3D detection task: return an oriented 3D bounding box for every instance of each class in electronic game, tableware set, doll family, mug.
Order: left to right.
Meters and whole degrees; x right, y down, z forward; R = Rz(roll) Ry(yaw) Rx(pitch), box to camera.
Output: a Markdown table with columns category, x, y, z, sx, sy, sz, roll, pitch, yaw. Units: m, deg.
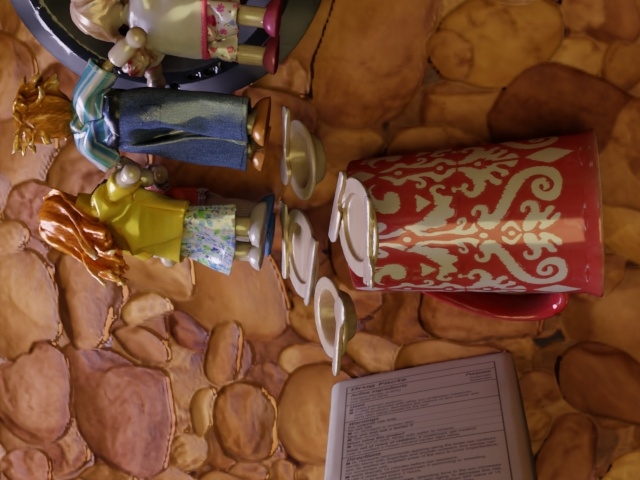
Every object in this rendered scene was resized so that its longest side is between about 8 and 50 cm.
| category | x | y | z | sx | sy | sz | roll | pitch | yaw |
| --- | --- | --- | --- | --- | --- | --- | --- | --- | --- |
| doll family | -0.115 | -0.056 | 0.898 | 0.163 | 0.118 | 0.263 | 7 | 131 | 3 |
| electronic game | -0.107 | -0.199 | 0.908 | 0.229 | 0.048 | 0.229 | 3 | 120 | 5 |
| tableware set | 0.000 | 0.000 | 0.920 | 0.020 | 0.169 | 0.141 | -7 | 123 | -20 |
| mug | 0.107 | 0.003 | 0.942 | 0.169 | 0.113 | 0.150 | -3 | 109 | 9 |

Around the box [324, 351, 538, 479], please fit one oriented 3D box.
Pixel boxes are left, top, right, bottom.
| category | x | y | z | sx | sy | sz | roll | pitch | yaw |
| --- | --- | --- | --- | --- | --- | --- | --- | --- | --- |
| box | 0.081 | 0.202 | 0.911 | 0.147 | 0.311 | 0.121 | -11 | 110 | 9 |
